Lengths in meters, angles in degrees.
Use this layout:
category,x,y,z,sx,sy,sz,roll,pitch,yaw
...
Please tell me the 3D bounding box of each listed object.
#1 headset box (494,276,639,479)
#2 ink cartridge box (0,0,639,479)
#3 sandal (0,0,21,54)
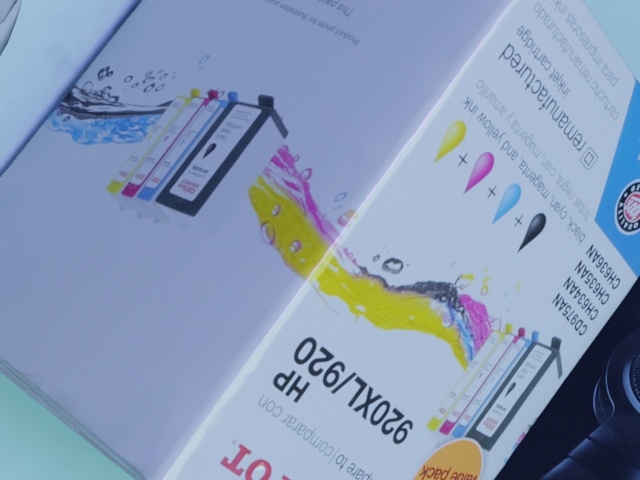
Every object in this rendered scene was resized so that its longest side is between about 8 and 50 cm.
category,x,y,z,sx,sy,sz,roll,pitch,yaw
headset box,0.179,0.138,0.872,0.283,0.246,0.131,-34,131,-24
ink cartridge box,0.000,0.000,0.685,0.232,0.168,0.171,-53,138,-6
sandal,-0.181,-0.004,0.509,0.102,0.169,0.416,29,120,-7
